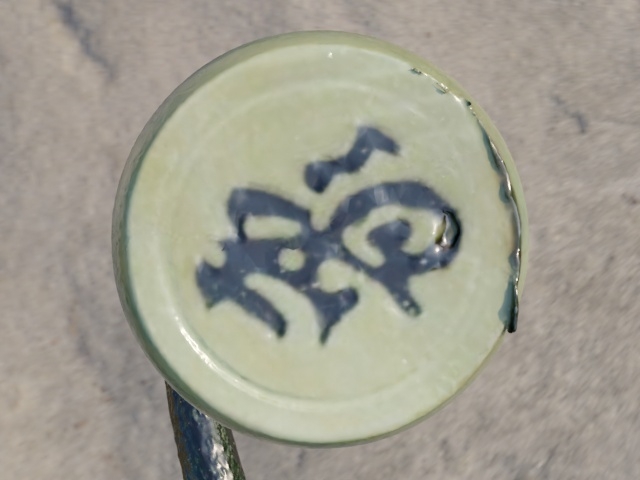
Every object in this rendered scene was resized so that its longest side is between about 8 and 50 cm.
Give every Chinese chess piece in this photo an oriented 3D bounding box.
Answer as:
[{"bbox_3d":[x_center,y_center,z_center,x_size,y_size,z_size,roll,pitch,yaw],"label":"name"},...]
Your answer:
[{"bbox_3d":[0.000,0.000,0.620,0.144,0.058,0.144,0,94,-3],"label":"Chinese chess piece"}]

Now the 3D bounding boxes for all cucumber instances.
[{"bbox_3d":[-0.103,0.162,1.598,0.058,0.052,0.215,-8,74,-23],"label":"cucumber"}]
